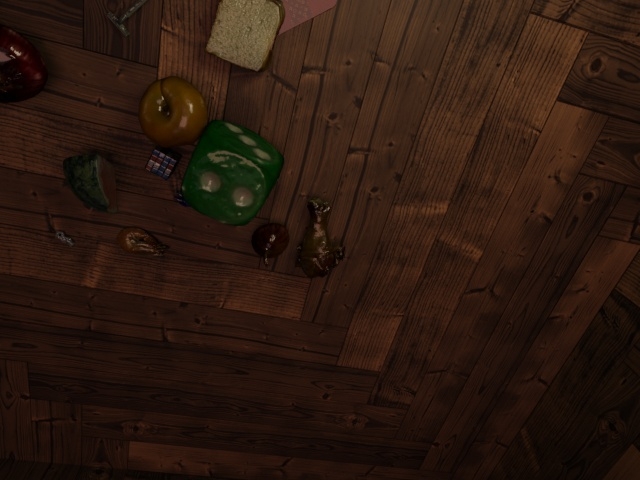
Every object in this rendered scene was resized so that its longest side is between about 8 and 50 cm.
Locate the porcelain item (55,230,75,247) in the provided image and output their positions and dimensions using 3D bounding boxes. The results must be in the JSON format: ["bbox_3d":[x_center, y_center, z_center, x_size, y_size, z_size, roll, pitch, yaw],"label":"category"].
[{"bbox_3d":[-1.073,-0.008,1.727,0.036,0.028,0.083,-41,112,-3],"label":"porcelain item"}]

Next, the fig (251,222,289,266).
[{"bbox_3d":[-0.225,0.009,1.730,0.150,0.202,0.148,-2,107,36],"label":"fig"}]

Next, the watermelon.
[{"bbox_3d":[-0.864,-0.214,1.575,0.176,0.256,0.259,-18,118,-46],"label":"watermelon"}]

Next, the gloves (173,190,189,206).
[{"bbox_3d":[-0.557,-0.169,1.686,0.064,0.026,0.086,-39,113,17],"label":"gloves"}]

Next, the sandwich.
[{"bbox_3d":[-0.252,-0.724,1.397,0.226,0.087,0.251,19,116,-11],"label":"sandwich"}]

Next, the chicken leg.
[{"bbox_3d":[0.009,0.013,1.760,0.212,0.140,0.360,14,119,-2],"label":"chicken leg"}]

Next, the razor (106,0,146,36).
[{"bbox_3d":[-0.606,-0.783,1.368,0.211,0.036,0.084,-35,116,13],"label":"razor"}]

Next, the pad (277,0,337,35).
[{"bbox_3d":[-0.090,-0.835,1.401,0.267,0.004,0.181,-24,116,8],"label":"pad"}]

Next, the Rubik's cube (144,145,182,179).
[{"bbox_3d":[-0.600,-0.302,1.578,0.092,0.092,0.092,29,110,-17],"label":"Rubik's cube"}]

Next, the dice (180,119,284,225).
[{"bbox_3d":[-0.324,-0.247,1.517,0.300,0.297,0.287,26,114,-17],"label":"dice"}]

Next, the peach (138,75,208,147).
[{"bbox_3d":[-0.525,-0.455,1.466,0.252,0.153,0.250,0,88,8],"label":"peach"}]

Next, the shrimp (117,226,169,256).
[{"bbox_3d":[-0.752,0.010,1.750,0.217,0.051,0.115,15,113,-9],"label":"shrimp"}]

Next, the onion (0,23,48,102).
[{"bbox_3d":[-1.052,-0.599,1.352,0.273,0.284,0.273,-11,155,-5],"label":"onion"}]
